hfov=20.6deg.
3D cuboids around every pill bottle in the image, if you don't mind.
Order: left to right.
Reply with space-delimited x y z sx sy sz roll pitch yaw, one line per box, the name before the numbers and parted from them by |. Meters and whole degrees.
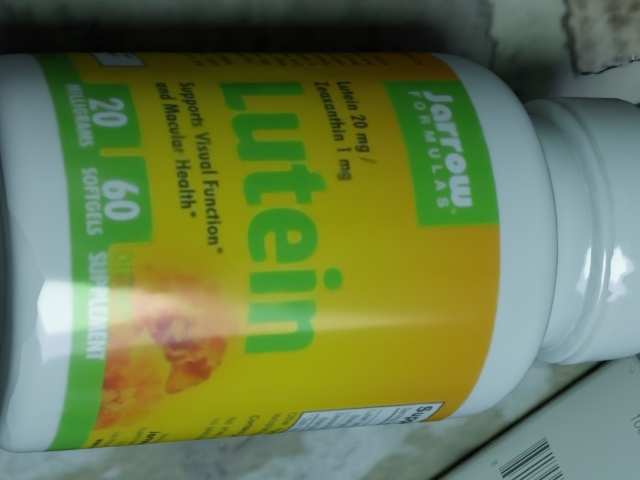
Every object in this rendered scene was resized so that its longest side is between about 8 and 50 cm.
pill bottle | 0.000 0.000 0.635 0.245 0.136 0.136 -3 135 -20

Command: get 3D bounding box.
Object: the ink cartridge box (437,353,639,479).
ink cartridge box | 0.194 0.154 0.819 0.283 0.207 0.117 -37 137 17
